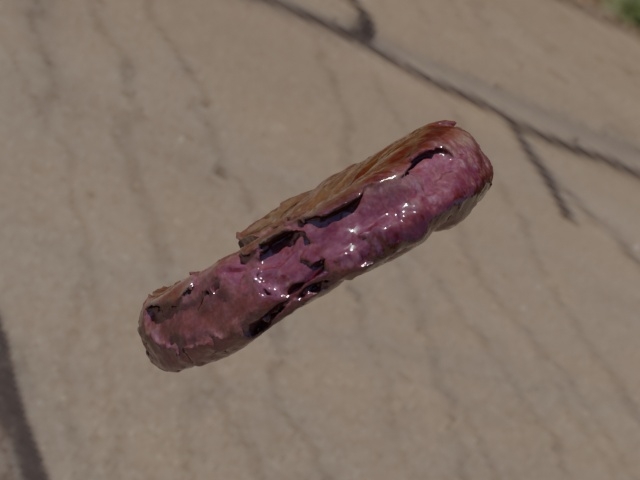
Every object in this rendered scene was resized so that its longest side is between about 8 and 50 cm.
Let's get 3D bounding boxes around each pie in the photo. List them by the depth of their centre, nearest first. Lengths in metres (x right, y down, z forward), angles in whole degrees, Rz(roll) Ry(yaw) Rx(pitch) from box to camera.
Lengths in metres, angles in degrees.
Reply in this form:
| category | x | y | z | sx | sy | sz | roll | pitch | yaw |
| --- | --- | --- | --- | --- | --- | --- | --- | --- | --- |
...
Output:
| category | x | y | z | sx | sy | sz | roll | pitch | yaw |
| --- | --- | --- | --- | --- | --- | --- | --- | --- | --- |
| pie | 0.000 | 0.000 | 0.937 | 0.054 | 0.204 | 0.219 | 60 | 26 | -3 |
